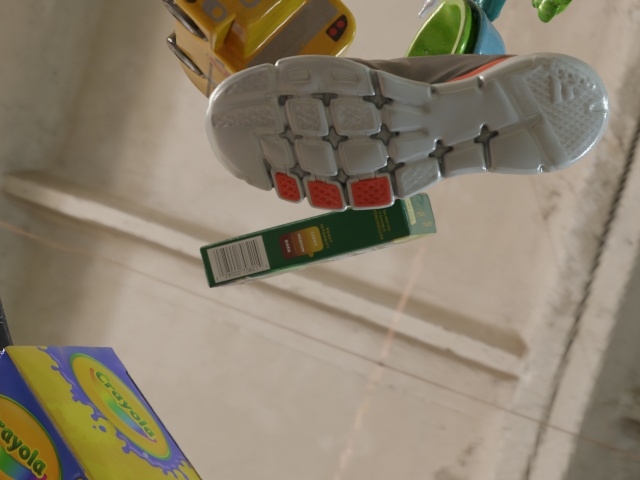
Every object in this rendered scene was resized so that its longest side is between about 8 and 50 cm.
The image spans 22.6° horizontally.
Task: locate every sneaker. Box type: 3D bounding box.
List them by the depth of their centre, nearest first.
[{"bbox_3d":[0.033,-0.047,0.644,0.158,0.065,0.061,0,-78,-3],"label":"sneaker"}]

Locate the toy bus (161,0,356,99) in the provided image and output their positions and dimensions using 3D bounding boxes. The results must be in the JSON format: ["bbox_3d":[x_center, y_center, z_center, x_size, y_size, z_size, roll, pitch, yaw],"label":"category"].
[{"bbox_3d":[-0.052,-0.173,1.369,0.130,0.333,0.108,45,-96,-1],"label":"toy bus"}]

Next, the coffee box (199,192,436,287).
[{"bbox_3d":[0.000,0.000,1.373,0.184,0.113,0.040,-15,-93,14],"label":"coffee box"}]

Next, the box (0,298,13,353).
[{"bbox_3d":[-0.418,0.121,1.505,0.142,0.247,0.163,-29,-112,25],"label":"box"}]

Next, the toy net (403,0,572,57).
[{"bbox_3d":[0.081,-0.153,0.901,0.045,0.232,0.122,23,-64,-18],"label":"toy net"}]

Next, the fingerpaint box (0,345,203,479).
[{"bbox_3d":[-0.221,0.373,1.372,0.371,0.163,0.445,-45,-113,19],"label":"fingerpaint box"}]
